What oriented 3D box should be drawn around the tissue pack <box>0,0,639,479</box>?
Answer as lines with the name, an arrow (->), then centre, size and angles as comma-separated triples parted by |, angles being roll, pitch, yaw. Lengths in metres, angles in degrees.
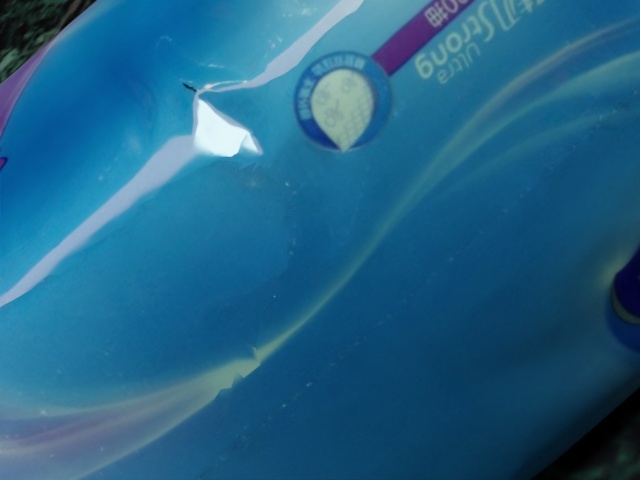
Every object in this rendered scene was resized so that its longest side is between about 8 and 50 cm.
tissue pack -> 0.000, 0.000, 0.669 | 0.263, 0.198, 0.146 | -41, 31, 0
